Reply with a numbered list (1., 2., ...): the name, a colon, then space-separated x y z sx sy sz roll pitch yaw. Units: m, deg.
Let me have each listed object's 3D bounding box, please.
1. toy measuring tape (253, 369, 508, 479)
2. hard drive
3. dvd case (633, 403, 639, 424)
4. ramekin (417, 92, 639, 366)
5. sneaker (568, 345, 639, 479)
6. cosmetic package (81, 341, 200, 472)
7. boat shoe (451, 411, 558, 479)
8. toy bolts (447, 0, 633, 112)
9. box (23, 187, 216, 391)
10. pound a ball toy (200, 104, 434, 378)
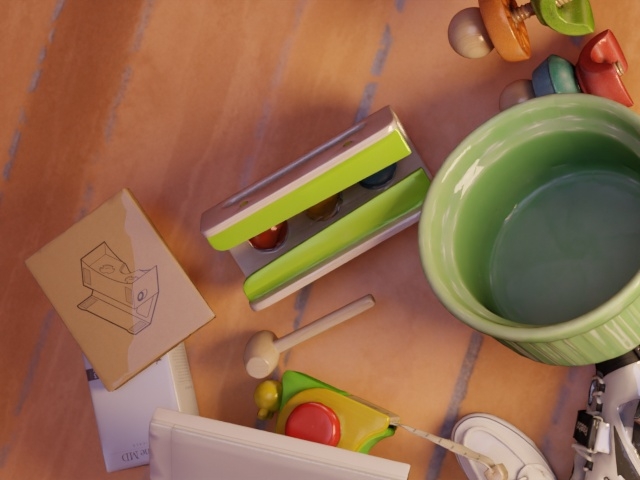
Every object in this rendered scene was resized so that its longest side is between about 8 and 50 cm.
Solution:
1. toy measuring tape: 0.058 0.258 1.682 0.330 0.121 0.121 22 91 20
2. hard drive: -0.054 0.311 1.680 0.308 0.040 0.203 12 132 9
3. dvd case: 0.477 0.189 1.591 0.221 0.018 0.164 33 75 -14
4. ramekin: 0.278 -0.003 1.594 0.303 0.148 0.303 -15 58 25
5. sneaker: 0.346 0.236 1.632 0.146 0.122 0.330 -19 83 8
6. cosmetic package: -0.231 0.169 1.771 0.117 0.085 0.231 -15 83 11
7. boat shoe: 0.253 0.311 1.665 0.095 0.084 0.258 -45 80 6
8. toy bolts: 0.258 -0.247 1.669 0.159 0.218 0.228 -20 123 23
9. box: -0.250 0.060 1.728 0.164 0.021 0.201 -36 80 6
10. pound a ball toy: 0.000 0.000 1.728 0.319 0.135 0.208 -30 107 8
